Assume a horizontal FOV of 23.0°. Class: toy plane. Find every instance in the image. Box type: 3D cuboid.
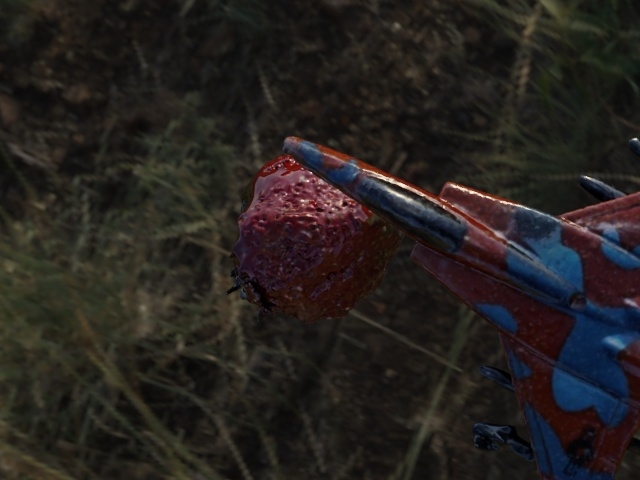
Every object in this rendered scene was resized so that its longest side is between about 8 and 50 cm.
[{"bbox_3d":[0.072,0.012,0.514,0.189,0.061,0.130,30,98,18],"label":"toy plane"}]

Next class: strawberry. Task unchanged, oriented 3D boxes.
[{"bbox_3d":[0.000,-0.001,0.870,0.106,0.106,0.106,-11,68,29],"label":"strawberry"}]
